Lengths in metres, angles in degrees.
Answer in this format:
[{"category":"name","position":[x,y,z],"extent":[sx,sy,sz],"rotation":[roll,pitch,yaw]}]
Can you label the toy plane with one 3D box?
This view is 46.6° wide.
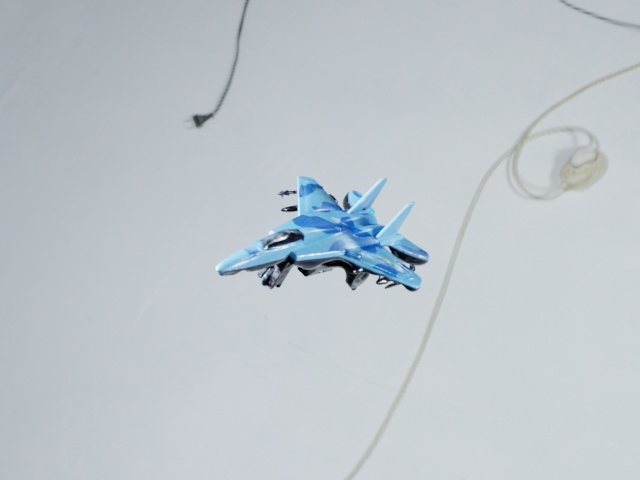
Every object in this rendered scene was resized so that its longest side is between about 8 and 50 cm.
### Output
[{"category":"toy plane","position":[-0.003,0.006,0.678],"extent":[0.246,0.078,0.169],"rotation":[-23,58,-43]}]
